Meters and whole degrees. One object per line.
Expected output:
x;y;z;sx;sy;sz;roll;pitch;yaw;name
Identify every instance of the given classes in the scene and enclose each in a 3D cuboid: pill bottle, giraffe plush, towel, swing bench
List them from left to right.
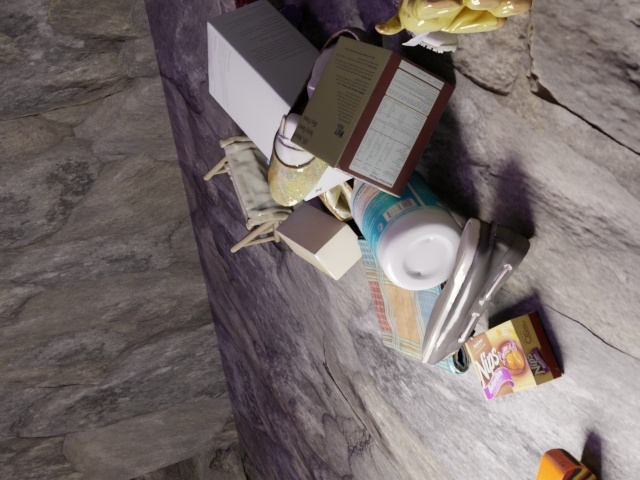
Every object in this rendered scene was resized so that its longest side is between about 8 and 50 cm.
-0.190;-0.134;2.412;0.253;0.165;0.254;70;156;13;swing bench
0.139;-0.041;1.508;0.264;0.146;0.146;-115;18;-54;pill bottle
0.176;0.117;1.739;0.370;0.040;0.271;-179;74;-71;towel
0.165;-0.371;1.158;0.210;0.181;0.170;-7;87;55;giraffe plush

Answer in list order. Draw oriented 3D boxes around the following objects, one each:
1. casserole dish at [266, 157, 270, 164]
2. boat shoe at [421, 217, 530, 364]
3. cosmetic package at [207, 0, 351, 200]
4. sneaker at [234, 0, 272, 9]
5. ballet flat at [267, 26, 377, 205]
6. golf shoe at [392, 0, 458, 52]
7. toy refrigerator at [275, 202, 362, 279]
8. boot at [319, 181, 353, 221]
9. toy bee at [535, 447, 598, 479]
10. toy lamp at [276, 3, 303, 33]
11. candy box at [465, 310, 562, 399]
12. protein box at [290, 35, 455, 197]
-0.078;-0.162;2.103;0.114;0.037;0.188;51;-173;14;casserole dish
0.240;0.102;1.389;0.335;0.096;0.112;103;-177;-47;boat shoe
-0.074;-0.297;1.809;0.385;0.156;0.217;48;153;24;cosmetic package
-0.152;-0.547;2.044;0.225;0.088;0.092;-99;-3;-53;sneaker
-0.009;-0.231;1.561;0.348;0.123;0.123;-60;23;-2;ballet flat
0.162;-0.365;1.322;0.176;0.069;0.086;63;153;27;golf shoe
0.000;0.000;2.019;0.094;0.102;0.269;49;171;-25;toy refrigerator
-0.030;-0.190;1.938;0.236;0.089;0.269;48;-177;-39;boot
0.364;0.459;1.355;0.298;0.162;0.195;-60;35;33;toy bee
-0.097;-0.467;1.975;0.275;0.080;0.080;163;91;-72;toy lamp
0.305;0.189;1.396;0.186;0.053;0.109;132;121;-68;candy box
0.081;-0.207;1.435;0.201;0.136;0.200;-64;29;8;protein box
